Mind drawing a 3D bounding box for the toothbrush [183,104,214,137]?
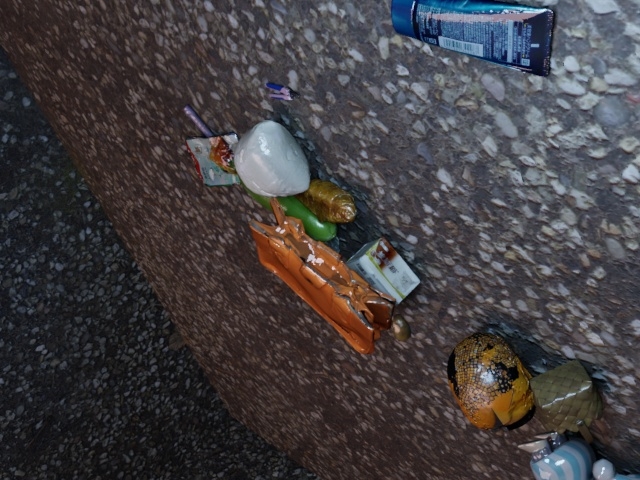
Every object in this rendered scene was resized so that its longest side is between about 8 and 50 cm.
[{"bbox_3d":[-0.281,-0.251,2.091,0.354,0.029,0.024,50,138,-3],"label":"toothbrush"}]

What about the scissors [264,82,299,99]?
[{"bbox_3d":[-0.089,-0.346,1.682,0.113,0.012,0.039,20,143,44],"label":"scissors"}]

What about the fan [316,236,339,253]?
[{"bbox_3d":[0.000,0.000,2.025,0.131,0.009,0.240,46,154,4],"label":"fan"}]

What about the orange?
[{"bbox_3d":[0.391,0.323,1.646,0.182,0.234,0.234,-35,99,20],"label":"orange"}]

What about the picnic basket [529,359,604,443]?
[{"bbox_3d":[0.537,0.362,1.546,0.178,0.137,0.128,58,-168,-32],"label":"picnic basket"}]

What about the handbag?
[{"bbox_3d":[0.005,0.100,1.807,0.410,0.116,0.303,40,167,17],"label":"handbag"}]

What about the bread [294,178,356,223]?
[{"bbox_3d":[0.025,-0.096,1.779,0.233,0.076,0.105,28,136,49],"label":"bread"}]

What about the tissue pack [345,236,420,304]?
[{"bbox_3d":[0.155,0.079,1.789,0.149,0.099,0.106,50,159,-6],"label":"tissue pack"}]

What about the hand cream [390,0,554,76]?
[{"bbox_3d":[0.238,-0.339,1.145,0.270,0.061,0.120,25,148,30],"label":"hand cream"}]

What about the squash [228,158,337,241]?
[{"bbox_3d":[-0.106,-0.117,1.925,0.378,0.101,0.101,39,153,22],"label":"squash"}]

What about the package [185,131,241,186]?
[{"bbox_3d":[-0.295,-0.229,2.073,0.232,0.040,0.166,2,119,39],"label":"package"}]

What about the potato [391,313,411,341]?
[{"bbox_3d":[0.227,0.252,1.992,0.036,0.037,0.093,11,136,44],"label":"potato"}]

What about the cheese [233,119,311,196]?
[{"bbox_3d":[-0.126,-0.199,1.778,0.189,0.154,0.198,-12,121,48],"label":"cheese"}]

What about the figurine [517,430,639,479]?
[{"bbox_3d":[0.693,0.568,1.598,0.377,0.266,0.361,-31,73,32],"label":"figurine"}]
